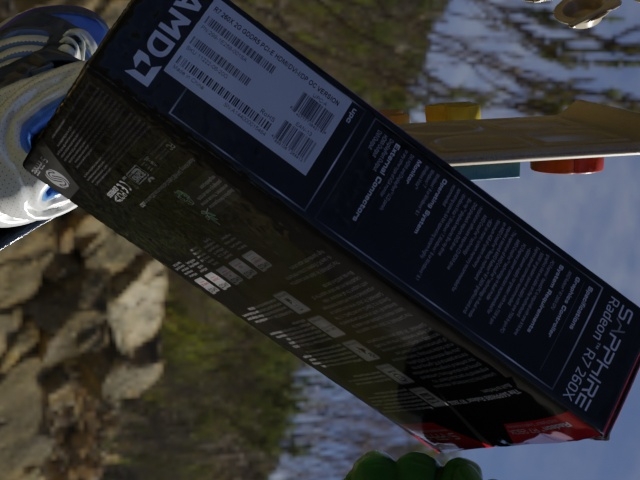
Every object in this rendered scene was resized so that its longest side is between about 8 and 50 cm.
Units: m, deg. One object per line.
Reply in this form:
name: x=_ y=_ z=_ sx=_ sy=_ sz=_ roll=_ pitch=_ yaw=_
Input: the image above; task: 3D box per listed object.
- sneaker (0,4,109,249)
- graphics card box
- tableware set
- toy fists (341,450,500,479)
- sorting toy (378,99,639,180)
sneaker: x=-0.204 y=-0.108 z=1.058 sx=0.236 sy=0.323 sz=0.130 roll=1 pitch=-61 yaw=32
graphics card box: x=0.000 y=0.000 z=0.824 sx=0.094 sy=0.371 sz=0.233 roll=-60 pitch=-168 yaw=-20
tableware set: x=0.271 y=-0.251 z=1.243 sx=0.169 sy=0.141 sz=0.020 roll=54 pitch=-13 yaw=53
toy fists: x=0.125 y=0.238 z=0.881 sx=0.142 sy=0.279 sz=0.096 roll=-53 pitch=154 yaw=-26
sorting toy: x=0.149 y=-0.090 z=1.165 sx=0.307 sy=0.229 sz=0.041 roll=-137 pitch=-141 yaw=-74
